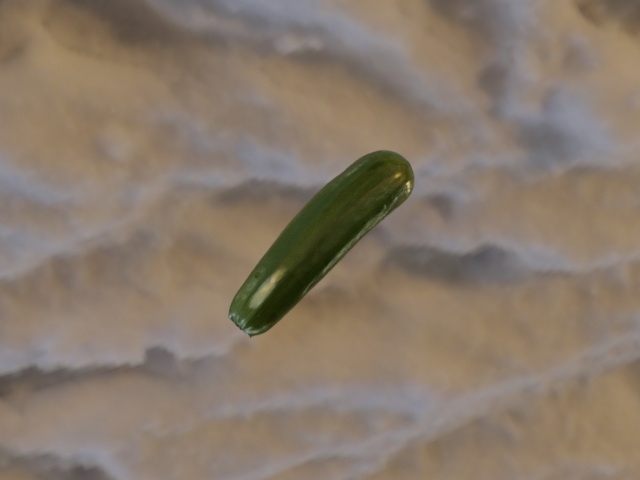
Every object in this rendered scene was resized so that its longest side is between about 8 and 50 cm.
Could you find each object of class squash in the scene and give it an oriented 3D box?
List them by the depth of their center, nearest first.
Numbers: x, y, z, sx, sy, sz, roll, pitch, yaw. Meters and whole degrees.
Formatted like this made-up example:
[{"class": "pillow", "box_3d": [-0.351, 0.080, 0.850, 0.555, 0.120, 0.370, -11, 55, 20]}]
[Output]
[{"class": "squash", "box_3d": [0.000, -0.001, 0.624, 0.089, 0.027, 0.027, -45, 148, -21]}]
